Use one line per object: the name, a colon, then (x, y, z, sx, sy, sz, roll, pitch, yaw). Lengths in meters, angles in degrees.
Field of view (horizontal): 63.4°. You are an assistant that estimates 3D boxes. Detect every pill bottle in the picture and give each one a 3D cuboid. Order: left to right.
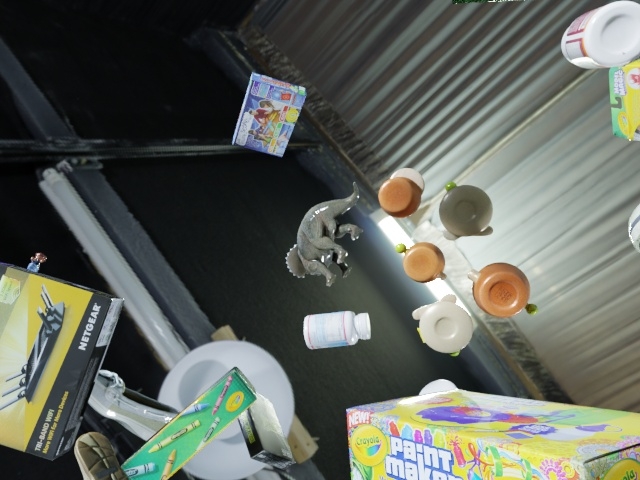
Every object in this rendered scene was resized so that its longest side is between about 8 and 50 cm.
pill bottle: (0.043, 0.227, 1.328, 0.087, 0.160, 0.087, -8, -90, -79)
pill bottle: (0.358, 0.484, 1.402, 0.215, 0.117, 0.117, 54, -158, -26)
pill bottle: (0.587, -0.423, 1.086, 0.121, 0.121, 0.221, 46, -161, -6)

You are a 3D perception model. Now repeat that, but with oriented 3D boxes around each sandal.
sandal: (-0.348, 0.395, 0.828, 0.072, 0.049, 0.180, 3, -137, -52)

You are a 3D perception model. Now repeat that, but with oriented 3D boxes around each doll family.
doll family: (-0.720, 0.113, 1.297, 0.076, 0.193, 0.111, 34, -143, -14)

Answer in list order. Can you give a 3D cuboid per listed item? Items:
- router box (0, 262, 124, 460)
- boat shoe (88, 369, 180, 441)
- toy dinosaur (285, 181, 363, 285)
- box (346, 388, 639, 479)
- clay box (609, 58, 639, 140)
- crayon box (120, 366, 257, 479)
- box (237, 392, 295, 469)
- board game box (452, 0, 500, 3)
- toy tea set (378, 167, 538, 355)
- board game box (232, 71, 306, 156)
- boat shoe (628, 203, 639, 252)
router box: (-0.549, 0.221, 0.985, 0.243, 0.308, 0.081, 16, 172, 1)
boat shoe: (-0.501, 0.404, 1.327, 0.320, 0.103, 0.118, 49, 163, -27)
toy dinosaur: (0.000, 0.000, 1.184, 0.160, 0.313, 0.121, 32, -137, 23)
box: (0.182, 0.300, 0.480, 0.177, 0.290, 0.278, 1, -100, -30)
clay box: (0.549, -0.209, 0.776, 0.222, 0.053, 0.127, 35, 148, 59)
crayon box: (-0.263, 0.388, 1.088, 0.081, 0.278, 0.165, 50, 167, 3)
box: (-0.148, 0.474, 1.315, 0.184, 0.045, 0.190, 57, -179, 38)
board game box: (0.233, -0.270, 0.440, 0.136, 0.260, 0.030, 50, -124, -57)
toy tea set: (0.227, 0.018, 0.903, 0.335, 0.200, 0.124, 69, -165, 6)
board game box: (-0.131, -0.309, 1.299, 0.136, 0.201, 0.035, 13, -133, -17)
boat shoe: (0.454, -0.015, 0.339, 0.187, 0.500, 0.155, 10, -102, -27)
